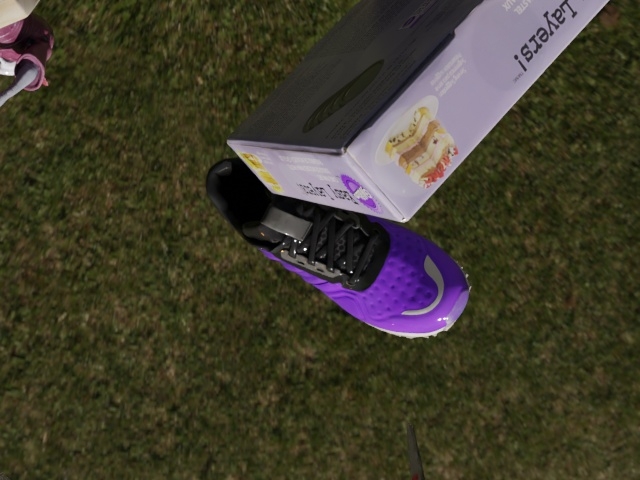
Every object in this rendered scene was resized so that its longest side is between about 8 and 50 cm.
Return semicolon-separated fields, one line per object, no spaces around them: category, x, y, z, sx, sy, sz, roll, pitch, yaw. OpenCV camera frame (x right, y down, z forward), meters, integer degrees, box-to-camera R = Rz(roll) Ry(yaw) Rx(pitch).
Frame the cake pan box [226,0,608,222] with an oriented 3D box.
cake pan box;0.072;-0.137;0.658;0.267;0.245;0.070;-48;112;-11

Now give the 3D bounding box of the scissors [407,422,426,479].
scissors;0.111;0.300;1.106;0.021;0.297;0.109;18;94;-8

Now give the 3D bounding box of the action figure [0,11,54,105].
action figure;-0.518;-0.368;1.495;0.248;0.370;0.276;38;87;18

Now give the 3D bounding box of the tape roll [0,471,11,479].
tape roll;-0.274;0.305;0.690;0.246;0.169;0.246;-35;138;-39

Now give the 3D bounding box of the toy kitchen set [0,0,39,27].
toy kitchen set;-0.483;-0.297;1.186;0.122;0.207;0.166;-12;132;29

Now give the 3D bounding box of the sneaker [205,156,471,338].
sneaker;-0.001;0.001;0.912;0.102;0.293;0.146;-62;151;1
